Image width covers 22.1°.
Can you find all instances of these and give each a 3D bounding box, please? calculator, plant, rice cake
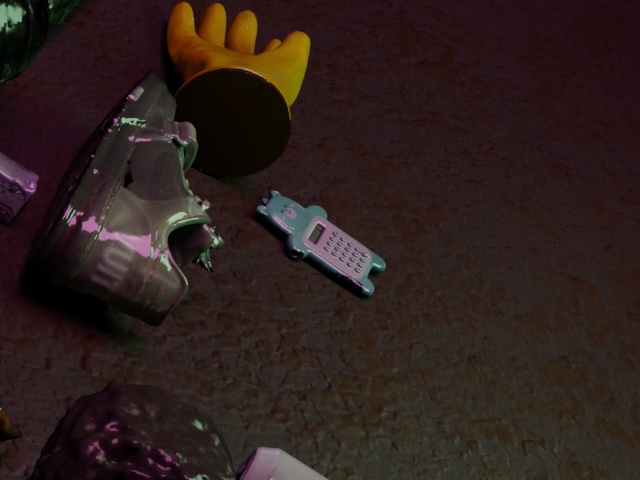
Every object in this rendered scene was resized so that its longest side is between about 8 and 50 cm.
[{"bbox_3d":[0.000,0.000,1.605,0.141,0.019,0.094,35,33,-4],"label":"calculator"},{"bbox_3d":[-0.127,0.220,1.043,0.146,0.149,0.274,18,31,-18],"label":"plant"},{"bbox_3d":[-0.332,-0.087,1.360,0.211,0.043,0.034,32,25,-8],"label":"rice cake"}]

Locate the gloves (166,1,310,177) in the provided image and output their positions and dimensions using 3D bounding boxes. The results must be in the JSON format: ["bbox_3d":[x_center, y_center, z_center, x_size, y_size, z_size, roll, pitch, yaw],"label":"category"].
[{"bbox_3d":[-0.092,-0.183,1.698,0.133,0.116,0.294,34,23,-19],"label":"gloves"}]

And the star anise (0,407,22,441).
[{"bbox_3d":[-0.283,0.102,1.133,0.168,0.057,0.168,26,30,-17],"label":"star anise"}]

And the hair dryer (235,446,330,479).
[{"bbox_3d":[-0.035,0.299,1.090,0.173,0.107,0.357,32,36,-3],"label":"hair dryer"}]

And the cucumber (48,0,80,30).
[{"bbox_3d":[-0.263,-0.277,1.670,0.074,0.074,0.241,32,31,-8],"label":"cucumber"}]

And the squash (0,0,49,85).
[{"bbox_3d":[-0.328,-0.200,1.417,0.193,0.156,0.193,9,48,-10],"label":"squash"}]

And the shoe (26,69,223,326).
[{"bbox_3d":[-0.147,-0.029,1.417,0.149,0.109,0.293,35,33,-11],"label":"shoe"}]
